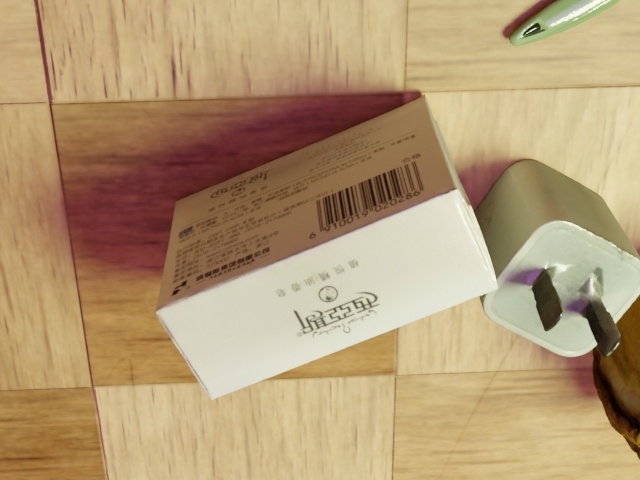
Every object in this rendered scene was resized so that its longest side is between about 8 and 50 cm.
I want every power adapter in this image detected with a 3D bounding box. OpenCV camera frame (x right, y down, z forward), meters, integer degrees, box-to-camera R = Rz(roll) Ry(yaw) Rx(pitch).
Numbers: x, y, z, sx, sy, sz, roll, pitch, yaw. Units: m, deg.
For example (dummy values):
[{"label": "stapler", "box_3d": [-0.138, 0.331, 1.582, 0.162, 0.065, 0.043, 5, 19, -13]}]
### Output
[{"label": "power adapter", "box_3d": [0.222, 0.033, 0.964, 0.130, 0.205, 0.125, 27, 115, -16]}]

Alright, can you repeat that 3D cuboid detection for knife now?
[{"label": "knife", "box_3d": [0.300, -0.251, 0.913, 0.293, 0.020, 0.043, -26, 116, 10]}]

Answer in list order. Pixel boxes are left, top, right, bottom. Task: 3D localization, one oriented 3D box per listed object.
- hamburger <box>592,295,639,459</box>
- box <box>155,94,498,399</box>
[{"label": "hamburger", "box_3d": [0.385, 0.120, 1.016, 0.244, 0.244, 0.163, -38, 115, 17]}, {"label": "box", "box_3d": [0.001, 0.002, 0.934, 0.274, 0.203, 0.116, -22, 118, 9]}]
